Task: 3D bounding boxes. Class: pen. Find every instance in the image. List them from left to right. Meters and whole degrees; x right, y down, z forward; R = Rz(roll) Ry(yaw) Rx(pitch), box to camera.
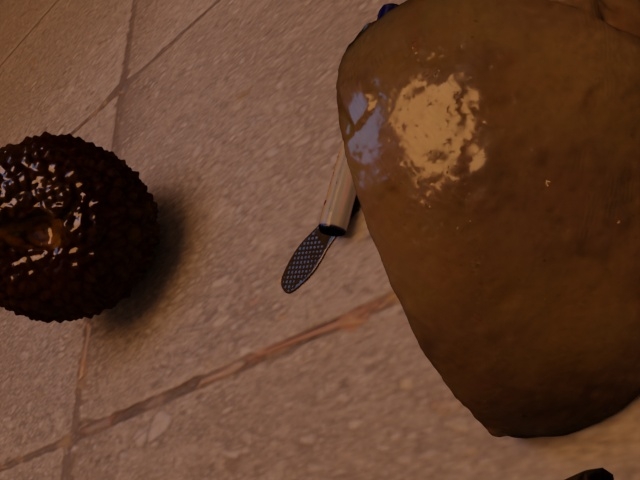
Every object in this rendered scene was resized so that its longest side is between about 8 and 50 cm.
[{"bbox_3d":[0.046,-0.131,0.671,0.033,0.033,0.268,0,69,46],"label":"pen"}]

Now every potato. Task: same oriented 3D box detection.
[{"bbox_3d":[0.142,-0.031,0.400,0.211,0.189,0.264,-22,54,36],"label":"potato"}]

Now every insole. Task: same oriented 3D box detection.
[{"bbox_3d":[0.000,0.000,0.669,0.135,0.002,0.045,-51,42,11],"label":"insole"}]

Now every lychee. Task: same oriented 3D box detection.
[{"bbox_3d":[-0.348,-0.019,0.860,0.268,0.267,0.267,-23,53,35],"label":"lychee"}]

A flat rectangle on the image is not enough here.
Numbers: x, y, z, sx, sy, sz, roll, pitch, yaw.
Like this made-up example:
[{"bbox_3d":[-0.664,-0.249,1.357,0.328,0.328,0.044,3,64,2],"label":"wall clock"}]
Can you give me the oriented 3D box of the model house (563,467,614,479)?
[{"bbox_3d":[0.121,0.222,0.202,0.317,0.297,0.282,-35,53,30],"label":"model house"}]
